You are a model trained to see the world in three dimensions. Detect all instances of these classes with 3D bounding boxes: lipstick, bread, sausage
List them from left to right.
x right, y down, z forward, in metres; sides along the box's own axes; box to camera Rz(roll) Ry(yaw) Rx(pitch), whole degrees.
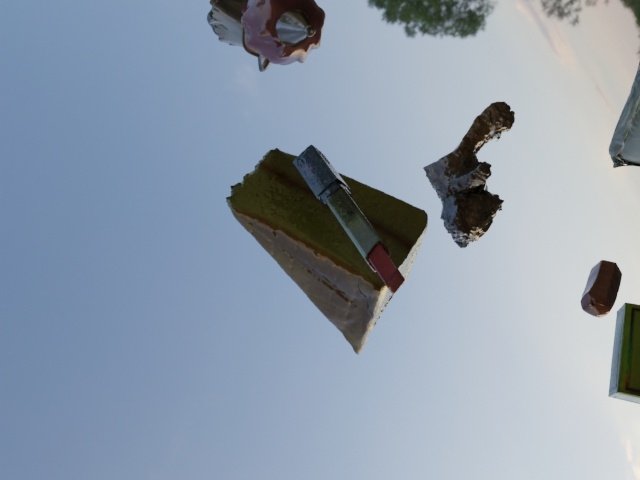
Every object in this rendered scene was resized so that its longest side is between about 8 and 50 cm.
[{"bbox_3d":[0.000,0.000,1.106,0.361,0.245,0.233,29,-130,12],"label":"bread"},{"bbox_3d":[0.047,-0.042,0.889,0.051,0.051,0.312,37,-164,-51],"label":"lipstick"},{"bbox_3d":[0.585,0.106,1.146,0.065,0.065,0.169,55,-135,-6],"label":"sausage"}]

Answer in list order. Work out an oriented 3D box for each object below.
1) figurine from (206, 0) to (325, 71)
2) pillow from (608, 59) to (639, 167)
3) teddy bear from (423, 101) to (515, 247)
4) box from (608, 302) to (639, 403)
[{"bbox_3d":[-0.093,-0.407,1.057,0.206,0.166,0.387,3,-158,-38],"label":"figurine"},{"bbox_3d":[0.424,-0.146,0.660,0.053,0.119,0.208,-58,-25,-16],"label":"pillow"},{"bbox_3d":[0.384,-0.154,1.320,0.222,0.296,0.246,49,-177,9],"label":"teddy bear"},{"bbox_3d":[0.550,0.183,0.799,0.064,0.219,0.141,59,-136,-64],"label":"box"}]
